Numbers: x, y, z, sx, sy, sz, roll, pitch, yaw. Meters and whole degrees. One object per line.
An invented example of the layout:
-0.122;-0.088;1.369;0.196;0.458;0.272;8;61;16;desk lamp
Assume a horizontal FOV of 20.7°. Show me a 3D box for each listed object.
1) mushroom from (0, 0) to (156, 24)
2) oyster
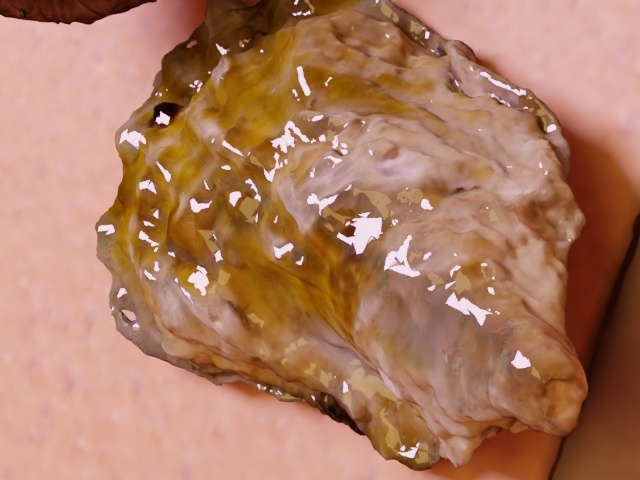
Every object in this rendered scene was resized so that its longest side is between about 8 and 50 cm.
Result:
-0.054;-0.112;0.400;0.109;0.085;0.126;-7;83;36;mushroom
0.000;0.000;0.375;0.121;0.045;0.146;-44;57;40;oyster
